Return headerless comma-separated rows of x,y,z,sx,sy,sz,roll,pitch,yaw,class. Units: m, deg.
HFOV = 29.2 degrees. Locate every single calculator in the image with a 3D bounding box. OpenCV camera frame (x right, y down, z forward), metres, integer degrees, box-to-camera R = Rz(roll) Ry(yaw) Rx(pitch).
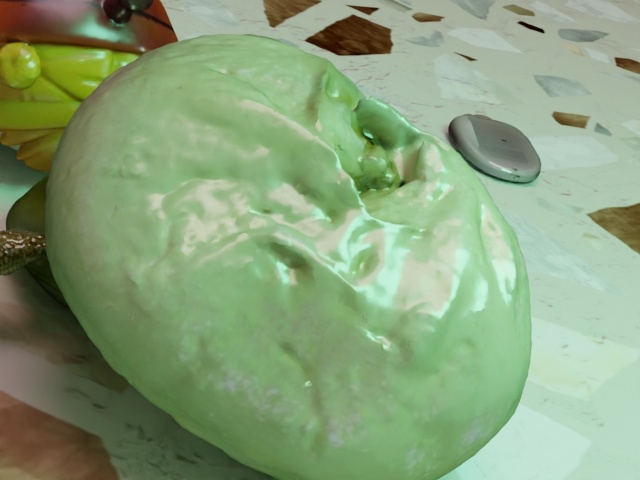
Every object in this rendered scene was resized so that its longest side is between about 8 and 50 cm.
0.205,-0.114,1.447,0.103,0.024,0.166,8,29,-16,calculator

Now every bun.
0.000,0.000,0.840,0.361,0.213,0.361,34,26,-19,bun

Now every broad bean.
-0.181,0.001,0.957,0.124,0.082,0.174,7,19,-25,broad bean

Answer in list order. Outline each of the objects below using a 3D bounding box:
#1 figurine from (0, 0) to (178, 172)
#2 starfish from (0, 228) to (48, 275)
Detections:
-0.255,-0.179,1.112,0.320,0.196,0.323,1,20,-41,figurine
-0.268,0.023,0.845,0.217,0.050,0.223,-8,38,8,starfish
